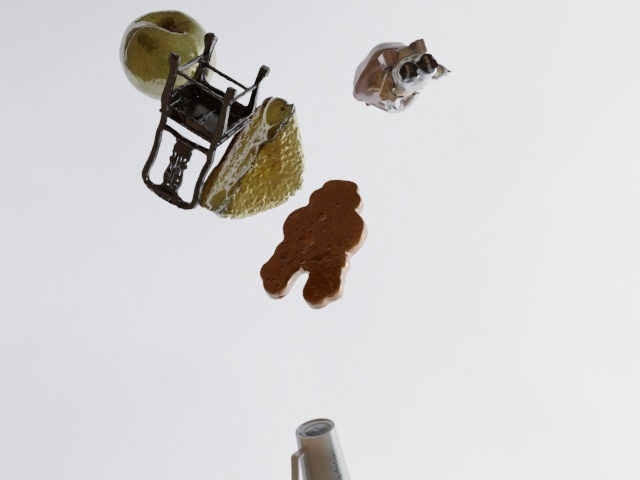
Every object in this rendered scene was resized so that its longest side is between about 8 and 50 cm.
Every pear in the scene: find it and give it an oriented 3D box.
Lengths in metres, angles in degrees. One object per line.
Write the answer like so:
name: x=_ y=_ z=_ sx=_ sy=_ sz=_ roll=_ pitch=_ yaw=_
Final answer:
pear: x=-0.266 y=-0.319 z=0.952 sx=0.167 sy=0.136 sz=0.167 roll=11 pitch=-133 yaw=-12

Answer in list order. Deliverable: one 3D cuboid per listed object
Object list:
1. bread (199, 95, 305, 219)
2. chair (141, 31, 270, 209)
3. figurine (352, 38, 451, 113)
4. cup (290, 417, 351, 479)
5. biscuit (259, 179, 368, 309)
bread: x=-0.102 y=-0.137 z=1.026 sx=0.251 sy=0.133 sz=0.174 roll=-60 pitch=-150 yaw=-3
chair: x=-0.177 y=-0.167 z=0.806 sx=0.106 sy=0.113 sz=0.229 roll=33 pitch=-49 yaw=2
figurine: x=0.116 y=-0.252 z=0.836 sx=0.137 sy=0.229 sz=0.112 roll=-30 pitch=-78 yaw=-1
cup: x=-0.007 y=0.335 z=0.802 sx=0.074 sy=0.104 sz=0.116 roll=-2 pitch=-76 yaw=48
biscuit: x=0.000 y=0.000 z=1.200 sx=0.202 sy=0.047 sz=0.333 roll=7 pitch=-124 yaw=25
